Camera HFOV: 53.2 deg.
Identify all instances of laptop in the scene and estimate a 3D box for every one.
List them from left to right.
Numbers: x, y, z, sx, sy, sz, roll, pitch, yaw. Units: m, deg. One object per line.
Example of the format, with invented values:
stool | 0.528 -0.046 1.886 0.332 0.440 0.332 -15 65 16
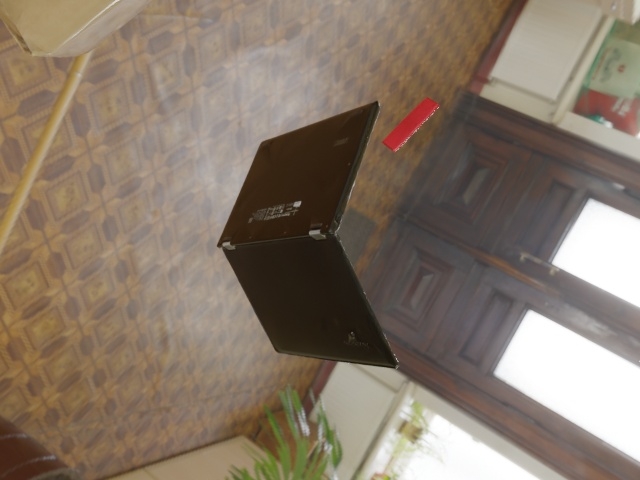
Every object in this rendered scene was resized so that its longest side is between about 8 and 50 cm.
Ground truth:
laptop | 0.000 0.000 1.242 0.236 0.382 0.407 32 68 -32

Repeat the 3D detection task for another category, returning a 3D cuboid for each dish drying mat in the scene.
dish drying mat | 0.118 -0.152 0.837 0.083 0.032 0.008 -46 134 6

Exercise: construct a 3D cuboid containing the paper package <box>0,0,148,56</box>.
paper package | -0.123 -0.294 0.466 0.325 0.309 0.168 -39 113 -2
